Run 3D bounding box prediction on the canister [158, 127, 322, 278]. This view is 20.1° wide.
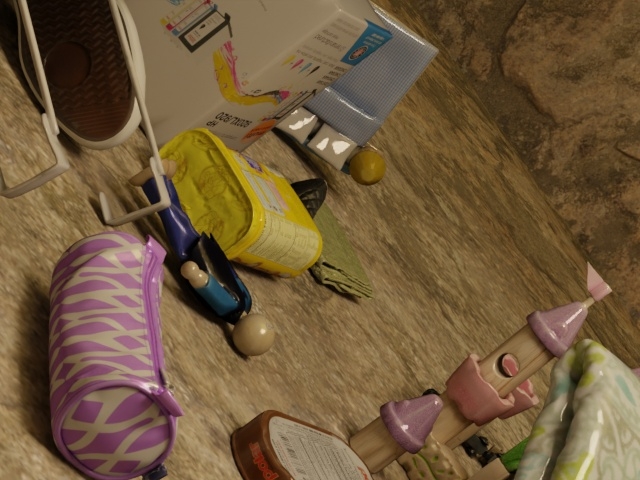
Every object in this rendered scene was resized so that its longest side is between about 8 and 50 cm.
[{"bbox_3d":[-0.075,-0.030,1.728,0.126,0.073,0.170,57,14,21],"label":"canister"}]

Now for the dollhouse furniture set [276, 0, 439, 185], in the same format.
[{"bbox_3d":[0.021,-0.233,2.085,0.303,0.286,0.198,36,18,-12],"label":"dollhouse furniture set"}]

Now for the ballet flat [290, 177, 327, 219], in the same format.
[{"bbox_3d":[-0.028,-0.022,1.891,0.173,0.057,0.049,-61,134,-61],"label":"ballet flat"}]

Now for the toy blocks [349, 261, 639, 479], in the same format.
[{"bbox_3d":[0.226,0.209,1.689,0.288,0.260,0.309,56,15,16],"label":"toy blocks"}]

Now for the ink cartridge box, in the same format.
[{"bbox_3d":[-0.085,-0.211,1.815,0.168,0.233,0.171,57,15,13],"label":"ink cartridge box"}]

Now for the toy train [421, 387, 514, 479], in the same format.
[{"bbox_3d":[0.163,0.213,1.961,0.158,0.027,0.036,45,5,-24],"label":"toy train"}]

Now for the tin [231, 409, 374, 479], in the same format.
[{"bbox_3d":[-0.003,0.197,1.473,0.190,0.040,0.106,29,30,-56],"label":"tin"}]

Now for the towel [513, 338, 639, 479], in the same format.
[{"bbox_3d":[0.267,0.320,1.520,0.320,0.090,0.374,44,54,-29],"label":"towel"}]

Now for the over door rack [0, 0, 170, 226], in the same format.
[{"bbox_3d":[-0.173,-0.184,1.425,0.239,0.108,0.324,22,63,-73],"label":"over door rack"}]

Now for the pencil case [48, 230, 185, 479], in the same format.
[{"bbox_3d":[-0.142,0.074,1.238,0.086,0.088,0.206,45,15,-31],"label":"pencil case"}]

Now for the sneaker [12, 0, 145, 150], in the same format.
[{"bbox_3d":[-0.219,-0.197,1.628,0.290,0.106,0.123,65,5,23],"label":"sneaker"}]

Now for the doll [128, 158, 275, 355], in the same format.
[{"bbox_3d":[-0.101,0.020,1.576,0.189,0.046,0.129,59,5,2],"label":"doll"}]

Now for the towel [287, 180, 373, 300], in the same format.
[{"bbox_3d":[0.000,0.000,1.975,0.110,0.027,0.148,30,26,-52],"label":"towel"}]
